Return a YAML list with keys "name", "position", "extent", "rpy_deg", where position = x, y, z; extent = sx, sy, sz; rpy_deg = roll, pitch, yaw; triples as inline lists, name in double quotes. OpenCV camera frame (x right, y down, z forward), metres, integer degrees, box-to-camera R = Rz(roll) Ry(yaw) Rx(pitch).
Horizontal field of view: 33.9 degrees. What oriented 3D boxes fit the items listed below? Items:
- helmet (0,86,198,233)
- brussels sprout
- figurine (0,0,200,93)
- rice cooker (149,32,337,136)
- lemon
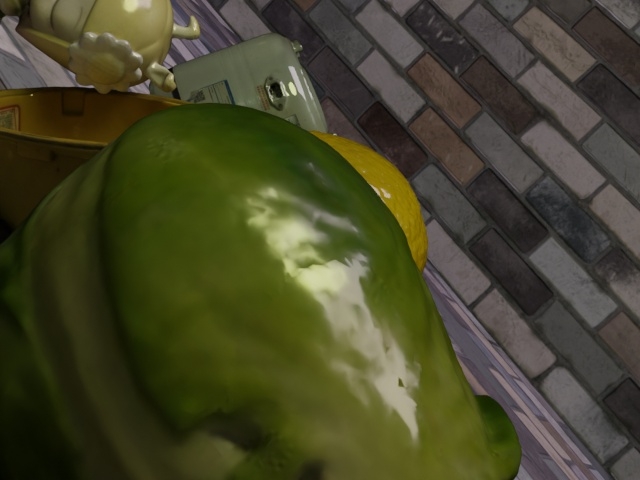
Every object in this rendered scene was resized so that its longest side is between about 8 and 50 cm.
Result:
- name: "helmet"
  position: [-0.181, -0.045, 0.886]
  extent: [0.257, 0.140, 0.205]
  rpy_deg: [13, 20, 16]
- name: "brussels sprout"
  position: [-0.059, 0.083, 0.637]
  extent: [0.315, 0.276, 0.371]
  rpy_deg: [59, -1, -32]
- name: "figurine"
  position: [-0.299, -0.238, 0.957]
  extent: [0.394, 0.227, 0.274]
  rpy_deg: [24, -27, -1]
- name: "rice cooker"
  position: [-0.109, -0.139, 1.368]
  extent: [0.226, 0.244, 0.226]
  rpy_deg: [162, -90, -88]
- name: "lemon"
  position: [0.000, 0.000, 1.203]
  extent: [0.253, 0.253, 0.310]
  rpy_deg: [45, 9, -6]
